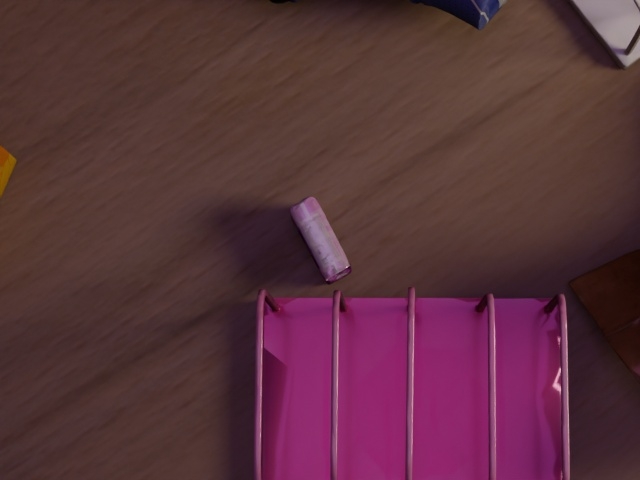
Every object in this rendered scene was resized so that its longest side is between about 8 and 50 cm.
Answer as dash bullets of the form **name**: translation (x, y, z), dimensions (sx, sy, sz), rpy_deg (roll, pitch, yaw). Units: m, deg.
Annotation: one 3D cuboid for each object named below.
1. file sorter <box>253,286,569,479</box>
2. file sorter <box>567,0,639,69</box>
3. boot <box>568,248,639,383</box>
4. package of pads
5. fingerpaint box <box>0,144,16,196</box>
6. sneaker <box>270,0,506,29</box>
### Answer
- **file sorter**: translation (0.084, 0.146, 1.479), dimensions (0.290, 0.182, 0.202), rpy_deg (0, 82, 3)
- **file sorter**: translation (0.353, -0.337, 1.531), dimensions (0.277, 0.173, 0.193), rpy_deg (-37, 83, -2)
- **boot**: translation (0.370, -0.017, 1.543), dimensions (0.280, 0.096, 0.264), rpy_deg (-32, 72, 14)
- **package of pads**: translation (0.000, 0.000, 1.568), dimensions (0.032, 0.050, 0.083), rpy_deg (-28, 82, 0)
- **fingerpaint box**: translation (-0.546, -0.117, 1.453), dimensions (0.444, 0.371, 0.163), rpy_deg (21, 83, 5)
- **sneaker**: translation (0.026, -0.285, 1.577), dimensions (0.315, 0.127, 0.182), rpy_deg (42, 90, 14)
